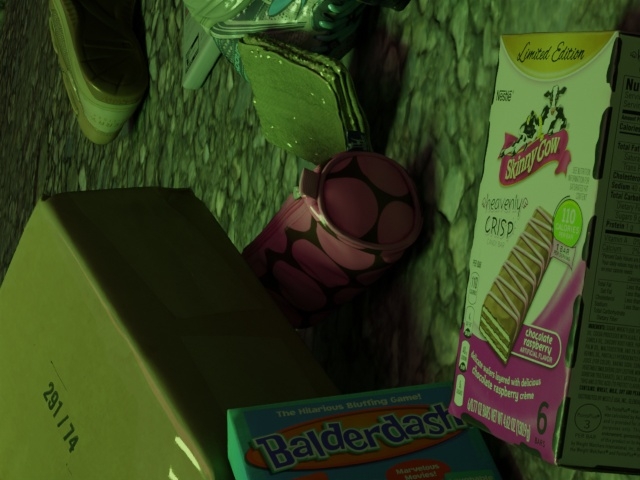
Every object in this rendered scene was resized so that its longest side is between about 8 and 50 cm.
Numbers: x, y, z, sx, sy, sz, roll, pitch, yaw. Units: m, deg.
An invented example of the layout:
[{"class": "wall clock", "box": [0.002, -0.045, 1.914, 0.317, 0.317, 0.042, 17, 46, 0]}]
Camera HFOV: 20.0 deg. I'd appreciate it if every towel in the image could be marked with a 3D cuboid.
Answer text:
[{"class": "towel", "box": [-0.010, -0.110, 1.469, 0.148, 0.027, 0.110, 24, 138, 49]}]

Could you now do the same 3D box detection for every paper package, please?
[{"class": "paper package", "box": [-0.138, 0.174, 1.406, 0.325, 0.168, 0.309, 52, 127, 37]}]

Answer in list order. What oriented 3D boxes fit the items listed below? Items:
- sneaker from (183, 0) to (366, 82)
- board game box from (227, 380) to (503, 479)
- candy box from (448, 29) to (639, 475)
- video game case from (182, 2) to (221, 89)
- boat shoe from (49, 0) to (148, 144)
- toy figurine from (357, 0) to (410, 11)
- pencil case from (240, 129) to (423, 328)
[{"class": "sneaker", "box": [0.007, -0.214, 1.496, 0.283, 0.110, 0.122, -27, 94, 52]}, {"class": "board game box", "box": [0.037, 0.174, 1.131, 0.210, 0.160, 0.047, -114, 20, -55]}, {"class": "candy box", "box": [0.145, 0.001, 1.019, 0.159, 0.071, 0.233, -165, 83, -72]}, {"class": "video game case", "box": [-0.110, -0.295, 1.953, 0.212, 0.023, 0.193, 131, 142, -60]}, {"class": "boat shoe", "box": [-0.302, -0.275, 2.356, 0.110, 0.121, 0.341, 117, 152, -44]}, {"class": "toy figurine", "box": [0.035, -0.283, 1.253, 0.213, 0.148, 0.210, -26, 57, 47]}, {"class": "pencil case", "box": [0.000, 0.000, 1.406, 0.209, 0.098, 0.095, 131, 142, -60]}]
